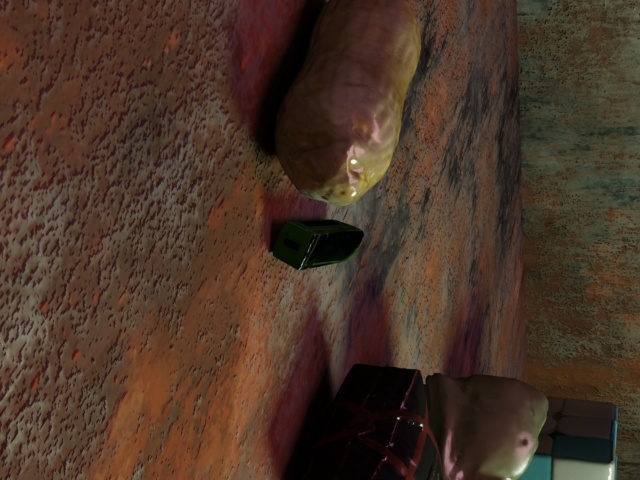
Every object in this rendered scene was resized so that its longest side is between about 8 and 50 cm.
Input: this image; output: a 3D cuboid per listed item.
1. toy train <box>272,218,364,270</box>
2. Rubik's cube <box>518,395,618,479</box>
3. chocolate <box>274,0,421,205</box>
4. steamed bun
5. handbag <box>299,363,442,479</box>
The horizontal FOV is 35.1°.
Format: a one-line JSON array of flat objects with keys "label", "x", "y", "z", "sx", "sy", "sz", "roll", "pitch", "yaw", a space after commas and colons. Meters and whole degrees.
[{"label": "toy train", "x": 0.000, "y": 0.000, "z": 1.154, "sx": 0.044, "sy": 0.042, "sz": 0.209, "roll": -65, "pitch": 165, "yaw": 9}, {"label": "Rubik's cube", "x": 0.425, "y": 0.527, "z": 2.087, "sx": 0.346, "sy": 0.347, "sz": 0.344, "roll": -30, "pitch": 123, "yaw": -68}, {"label": "chocolate", "x": 0.029, "y": -0.159, "z": 1.083, "sx": 0.134, "sy": 0.134, "sz": 0.309, "roll": 75, "pitch": 22, "yaw": -46}, {"label": "steamed bun", "x": 0.166, "y": 0.327, "z": 1.481, "sx": 0.309, "sy": 0.219, "sz": 0.324, "roll": -58, "pitch": 175, "yaw": -29}, {"label": "handbag", "x": 0.064, "y": 0.270, "z": 1.227, "sx": 0.215, "sy": 0.155, "sz": 0.169, "roll": -63, "pitch": 144, "yaw": -45}]
